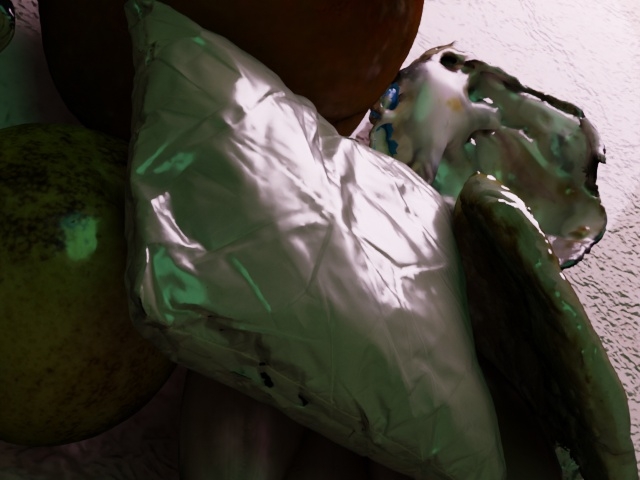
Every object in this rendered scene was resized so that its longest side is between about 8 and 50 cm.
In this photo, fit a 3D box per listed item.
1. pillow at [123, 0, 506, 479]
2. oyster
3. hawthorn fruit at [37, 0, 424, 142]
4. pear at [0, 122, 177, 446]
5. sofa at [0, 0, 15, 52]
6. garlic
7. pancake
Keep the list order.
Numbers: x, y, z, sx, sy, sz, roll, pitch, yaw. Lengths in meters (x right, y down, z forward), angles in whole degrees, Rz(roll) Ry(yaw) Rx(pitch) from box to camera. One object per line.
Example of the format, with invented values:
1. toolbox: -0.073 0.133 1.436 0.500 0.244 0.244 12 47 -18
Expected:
1. pillow: -0.001 0.000 0.998 0.280 0.076 0.274 33 33 -30
2. oyster: 0.118 -0.043 1.323 0.214 0.083 0.223 37 60 10
3. hawthorn fruit: -0.054 -0.193 1.168 0.267 0.301 0.268 23 40 -21
4. pear: -0.163 0.019 1.005 0.197 0.197 0.197 18 47 -21
5. sofa: -0.317 -0.128 1.022 0.200 0.182 0.258 20 16 -25
6. garlic: 0.032 0.143 1.071 0.279 0.132 0.325 18 45 -20
7. pancake: 0.147 0.069 1.137 0.037 0.253 0.254 -22 66 -9
